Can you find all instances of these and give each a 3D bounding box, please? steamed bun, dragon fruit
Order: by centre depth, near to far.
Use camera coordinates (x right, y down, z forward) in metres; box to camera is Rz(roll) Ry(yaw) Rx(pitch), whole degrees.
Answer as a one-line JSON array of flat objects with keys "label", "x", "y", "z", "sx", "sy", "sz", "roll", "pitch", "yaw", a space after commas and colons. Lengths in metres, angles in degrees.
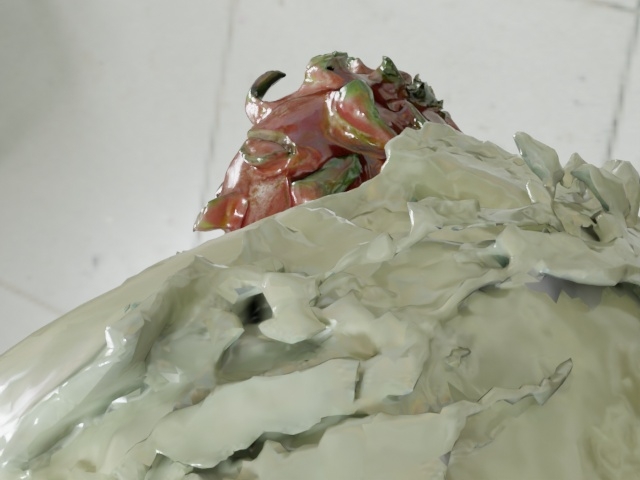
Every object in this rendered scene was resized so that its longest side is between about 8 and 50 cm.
[{"label": "steamed bun", "x": 0.045, "y": 0.130, "z": 0.501, "sx": 0.312, "sy": 0.334, "sz": 0.233, "roll": 55, "pitch": 140, "yaw": 4}, {"label": "dragon fruit", "x": 0.001, "y": 0.002, "z": 0.931, "sx": 0.135, "sy": 0.137, "sz": 0.236, "roll": -19, "pitch": 39, "yaw": 44}]
